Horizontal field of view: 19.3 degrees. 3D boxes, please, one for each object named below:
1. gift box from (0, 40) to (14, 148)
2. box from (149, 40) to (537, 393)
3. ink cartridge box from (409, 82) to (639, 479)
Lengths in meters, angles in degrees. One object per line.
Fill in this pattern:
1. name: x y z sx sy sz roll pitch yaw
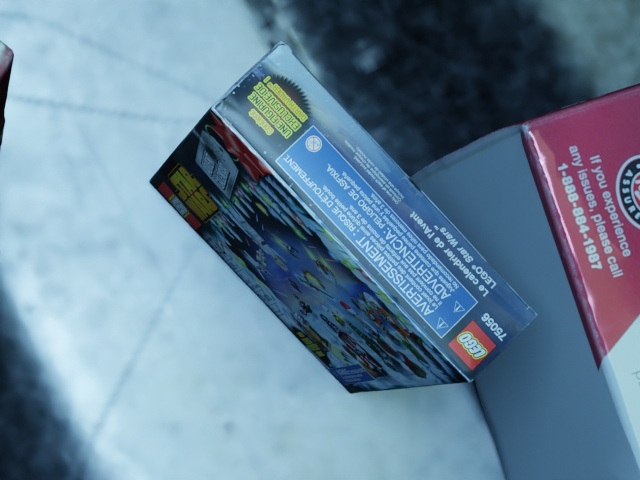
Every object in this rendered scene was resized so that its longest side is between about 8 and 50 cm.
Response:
1. gift box: -0.229 -0.016 0.415 0.258 0.276 0.255 32 74 -5
2. box: 0.000 0.000 0.522 0.027 0.137 0.094 -44 93 -12
3. ink cartridge box: 0.139 0.007 0.554 0.176 0.127 0.128 -18 88 -13
